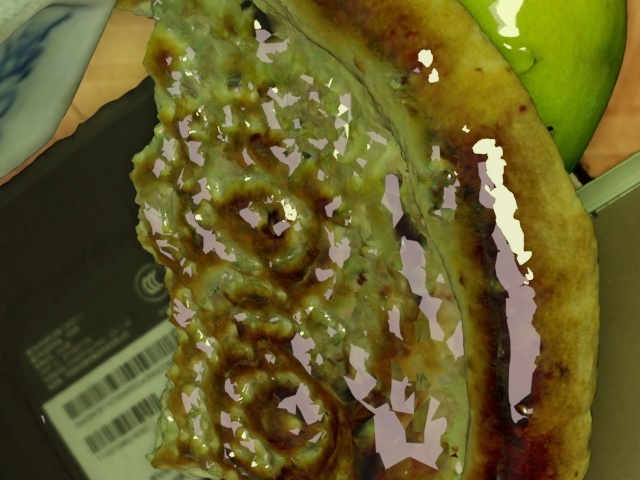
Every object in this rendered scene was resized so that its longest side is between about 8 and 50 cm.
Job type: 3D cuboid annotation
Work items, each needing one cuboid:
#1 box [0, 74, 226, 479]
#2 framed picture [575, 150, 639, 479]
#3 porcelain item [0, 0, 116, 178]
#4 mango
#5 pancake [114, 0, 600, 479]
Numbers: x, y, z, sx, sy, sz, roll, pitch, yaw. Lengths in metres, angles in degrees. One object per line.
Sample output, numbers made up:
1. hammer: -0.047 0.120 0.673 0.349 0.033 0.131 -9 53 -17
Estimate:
1. box: -0.081 0.088 1.201 0.359 0.091 0.350 -33 87 34
2. framed picture: 0.193 0.115 1.118 0.231 0.018 0.293 -33 84 27
3. porcelain item: -0.308 -0.208 1.072 0.405 0.178 0.242 44 130 14
4. mango: 0.105 -0.095 1.045 0.119 0.100 0.178 9 129 18
5. pancake: 0.005 0.001 1.032 0.305 0.067 0.426 3 109 29
